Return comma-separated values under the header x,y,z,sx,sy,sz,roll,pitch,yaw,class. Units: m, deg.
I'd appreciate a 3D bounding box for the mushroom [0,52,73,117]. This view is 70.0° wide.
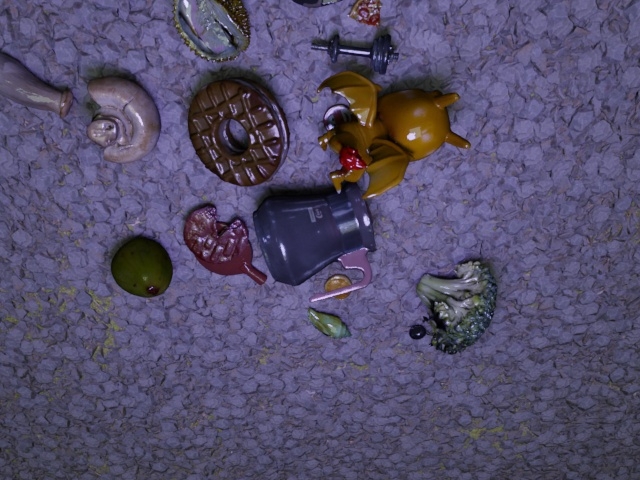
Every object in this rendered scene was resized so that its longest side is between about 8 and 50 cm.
x,y,z,sx,sy,sz,roll,pitch,yaw,class
-0.859,-0.447,1.344,0.246,0.108,0.096,29,154,-13,mushroom

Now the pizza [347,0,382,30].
x,y,z,sx,sy,sz,roll,pitch,yaw,class
0.140,-0.662,1.293,0.100,0.029,0.099,19,114,-11,pizza

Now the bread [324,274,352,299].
x,y,z,sx,sy,sz,roll,pitch,yaw,class
0.069,0.176,1.723,0.110,0.024,0.110,-1,117,-2,bread

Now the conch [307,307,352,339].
x,y,z,sx,sy,sz,roll,pitch,yaw,class
0.033,0.331,1.776,0.200,0.079,0.095,26,128,5,conch

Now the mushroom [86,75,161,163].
x,y,z,sx,sy,sz,roll,pitch,yaw,class
-0.572,-0.349,1.345,0.188,0.195,0.254,-6,120,-3,mushroom

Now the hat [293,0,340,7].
x,y,z,sx,sy,sz,roll,pitch,yaw,class
-0.020,-0.810,1.127,0.366,0.257,0.382,-14,97,8,hat

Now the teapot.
x,y,z,sx,sy,sz,roll,pitch,yaw,class
0.000,0.000,1.468,0.361,0.305,0.376,-18,82,0,teapot

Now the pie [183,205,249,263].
x,y,z,sx,sy,sz,roll,pitch,yaw,class
-0.361,-0.019,1.569,0.218,0.054,0.204,38,107,-17,pie

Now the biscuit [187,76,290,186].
x,y,z,sx,sy,sz,roll,pitch,yaw,class
-0.247,-0.321,1.369,0.331,0.103,0.332,11,123,17,biscuit

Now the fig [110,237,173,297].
x,y,z,sx,sy,sz,roll,pitch,yaw,class
-0.607,0.107,1.565,0.202,0.225,0.203,-14,125,-21,fig

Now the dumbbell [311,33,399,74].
x,y,z,sx,sy,sz,roll,pitch,yaw,class
0.100,-0.546,1.316,0.254,0.110,0.110,8,117,1,dumbbell

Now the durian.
x,y,z,sx,sy,sz,roll,pitch,yaw,class
-0.294,-0.613,1.247,0.193,0.138,0.237,-12,120,8,durian

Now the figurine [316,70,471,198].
x,y,z,sx,sy,sz,roll,pitch,yaw,class
0.196,-0.286,1.308,0.386,0.401,0.268,-20,149,3,figurine

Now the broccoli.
x,y,z,sx,sy,sz,roll,pitch,yaw,class
0.475,0.229,1.642,0.280,0.293,0.348,27,107,27,broccoli

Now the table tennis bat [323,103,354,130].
x,y,z,sx,sy,sz,roll,pitch,yaw,class
0.084,-0.388,1.441,0.154,0.019,0.098,-15,116,10,table tennis bat

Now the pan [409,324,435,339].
x,y,z,sx,sy,sz,roll,pitch,yaw,class
0.411,0.368,1.830,0.115,0.023,0.069,8,116,-3,pan

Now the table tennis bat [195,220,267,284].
x,y,z,sx,sy,sz,roll,pitch,yaw,class
-0.321,0.057,1.645,0.310,0.038,0.200,40,110,-19,table tennis bat
